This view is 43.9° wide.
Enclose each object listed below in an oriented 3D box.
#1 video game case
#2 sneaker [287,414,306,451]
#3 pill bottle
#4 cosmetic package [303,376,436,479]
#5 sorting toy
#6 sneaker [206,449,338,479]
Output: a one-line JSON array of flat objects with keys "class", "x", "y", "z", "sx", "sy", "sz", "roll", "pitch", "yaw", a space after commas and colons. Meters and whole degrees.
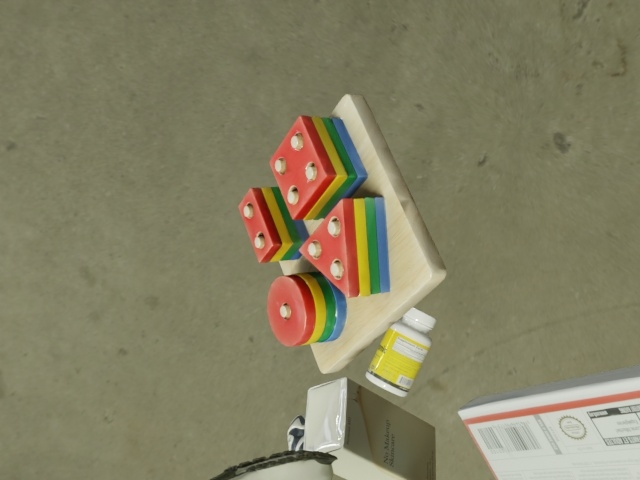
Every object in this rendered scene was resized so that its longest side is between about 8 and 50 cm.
[{"class": "video game case", "x": 0.216, "y": 0.217, "z": 0.498, "sx": 0.025, "sy": 0.204, "sz": 0.285, "roll": -27, "pitch": 85, "yaw": -28}, {"class": "sneaker", "x": 0.032, "y": 0.490, "z": 1.784, "sx": 0.235, "sy": 0.153, "sz": 0.094, "roll": 22, "pitch": 123, "yaw": -3}, {"class": "pill bottle", "x": 0.115, "y": 0.150, "z": 1.096, "sx": 0.065, "sy": 0.065, "sz": 0.116, "roll": 27, "pitch": 88, "yaw": 9}, {"class": "cosmetic package", "x": 0.110, "y": 0.425, "z": 1.675, "sx": 0.113, "sy": 0.309, "sz": 0.160, "roll": -24, "pitch": 46, "yaw": 35}, {"class": "sorting toy", "x": 0.000, "y": 0.000, "z": 0.965, "sx": 0.257, "sy": 0.089, "sz": 0.255, "roll": -49, "pitch": 54, "yaw": 45}, {"class": "sneaker", "x": -0.146, "y": 0.405, "z": 1.031, "sx": 0.410, "sy": 0.158, "sz": 0.182, "roll": -11, "pitch": 81, "yaw": -25}]
